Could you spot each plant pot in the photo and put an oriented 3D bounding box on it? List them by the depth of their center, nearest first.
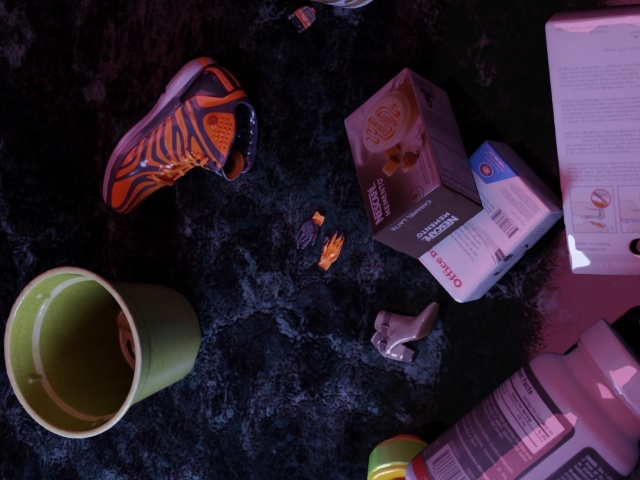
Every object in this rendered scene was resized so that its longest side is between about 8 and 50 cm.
[{"bbox_3d":[-0.342,0.172,2.173,0.276,0.254,0.276,2,95,28],"label":"plant pot"}]

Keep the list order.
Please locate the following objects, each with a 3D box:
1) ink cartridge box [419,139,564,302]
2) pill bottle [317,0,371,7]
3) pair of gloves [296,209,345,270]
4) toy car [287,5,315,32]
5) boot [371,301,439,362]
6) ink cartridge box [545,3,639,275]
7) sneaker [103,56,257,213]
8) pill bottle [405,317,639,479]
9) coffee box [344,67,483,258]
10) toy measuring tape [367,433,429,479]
[{"bbox_3d":[0.243,-0.028,1.942,0.203,0.086,0.148,-47,71,23],"label":"ink cartridge box"},{"bbox_3d":[0.002,-0.430,1.968,0.131,0.229,0.131,2,94,28],"label":"pill bottle"},{"bbox_3d":[0.000,0.000,2.117,0.083,0.010,0.074,41,110,21],"label":"pair of gloves"},{"bbox_3d":[-0.049,-0.392,2.099,0.040,0.060,0.122,-36,81,-8],"label":"toy car"},{"bbox_3d":[0.129,0.134,2.040,0.087,0.042,0.118,31,100,32],"label":"boot"},{"bbox_3d":[0.493,-0.143,1.825,0.308,0.091,0.385,0,110,28],"label":"ink cartridge box"},{"bbox_3d":[-0.230,-0.136,2.169,0.180,0.124,0.321,45,112,20],"label":"sneaker"},{"bbox_3d":[0.316,0.292,1.828,0.363,0.210,0.210,-41,74,10],"label":"pill bottle"},{"bbox_3d":[0.135,-0.116,1.922,0.141,0.098,0.247,-39,43,30],"label":"coffee box"},{"bbox_3d":[0.078,0.379,2.033,0.330,0.121,0.121,-20,83,27],"label":"toy measuring tape"}]
